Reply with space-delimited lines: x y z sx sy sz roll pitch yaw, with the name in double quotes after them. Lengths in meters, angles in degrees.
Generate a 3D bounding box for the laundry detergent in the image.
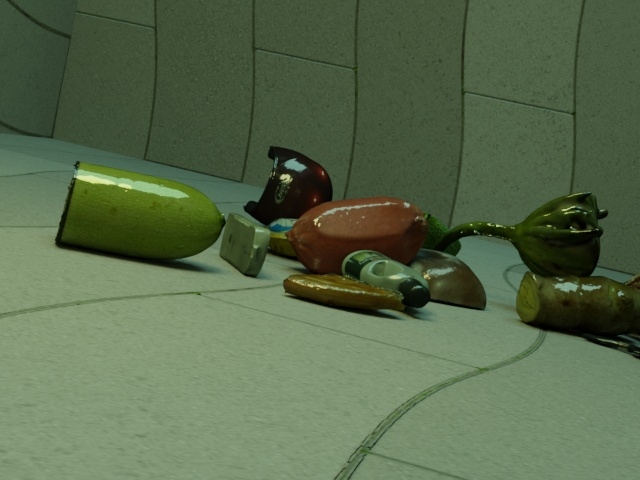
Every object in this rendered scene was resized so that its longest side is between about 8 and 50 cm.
0.116 0.069 1.729 0.099 0.070 0.225 19 4 -21 "laundry detergent"

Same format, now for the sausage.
0.063 -0.004 1.892 0.254 0.148 0.148 1 10 -22 "sausage"

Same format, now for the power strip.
-0.129 0.004 1.775 0.029 0.080 0.227 13 5 -20 "power strip"

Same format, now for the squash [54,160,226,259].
-0.268 -0.035 1.622 0.247 0.133 0.132 12 5 -13 "squash"

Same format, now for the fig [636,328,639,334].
0.639 0.149 1.968 0.119 0.119 0.153 9 -18 -28 "fig"

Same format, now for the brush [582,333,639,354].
0.523 0.182 1.759 0.193 0.016 0.063 18 7 39 "brush"

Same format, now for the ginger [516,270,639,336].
0.468 0.111 1.878 0.262 0.109 0.116 9 20 -22 "ginger"

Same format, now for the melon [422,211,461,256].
0.180 0.016 2.215 0.169 0.129 0.265 34 -8 -25 "melon"

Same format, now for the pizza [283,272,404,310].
0.020 0.074 1.633 0.184 0.036 0.176 9 5 -18 "pizza"

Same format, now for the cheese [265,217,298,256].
0.000 0.000 2.064 0.270 0.069 0.177 7 3 11 "cheese"

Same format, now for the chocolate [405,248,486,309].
0.201 0.055 1.985 0.156 0.080 0.254 10 6 -19 "chocolate"

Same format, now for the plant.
0.377 0.012 1.998 0.333 0.251 0.180 5 34 0 "plant"

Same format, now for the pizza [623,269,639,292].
0.605 0.115 2.023 0.185 0.052 0.195 7 -36 6 "pizza"

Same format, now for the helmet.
-0.069 -0.111 2.497 0.193 0.189 0.216 25 6 23 "helmet"
